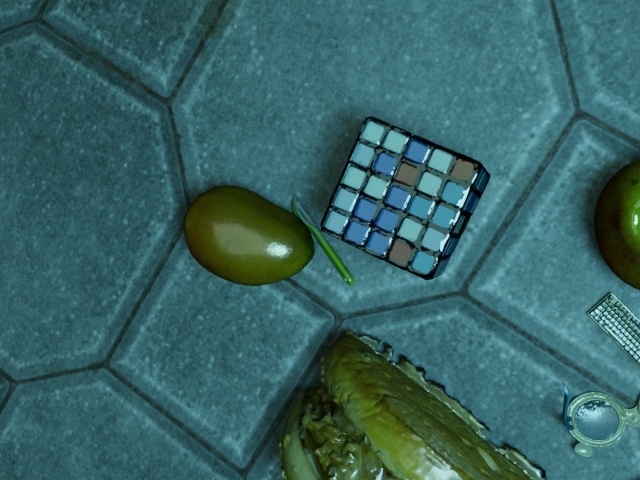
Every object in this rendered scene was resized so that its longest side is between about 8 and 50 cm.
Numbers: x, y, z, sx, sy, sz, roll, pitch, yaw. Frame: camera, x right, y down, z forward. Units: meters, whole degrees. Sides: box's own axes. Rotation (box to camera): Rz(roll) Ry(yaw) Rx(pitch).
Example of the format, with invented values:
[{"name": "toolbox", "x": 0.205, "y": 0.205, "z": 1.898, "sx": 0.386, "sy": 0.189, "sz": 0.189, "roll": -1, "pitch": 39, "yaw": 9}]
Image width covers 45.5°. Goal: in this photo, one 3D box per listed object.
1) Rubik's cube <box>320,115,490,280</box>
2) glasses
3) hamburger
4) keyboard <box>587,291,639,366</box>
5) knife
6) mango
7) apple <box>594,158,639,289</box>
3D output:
[{"name": "Rubik's cube", "x": 0.131, "y": -0.061, "z": 1.143, "sx": 0.184, "sy": 0.187, "sz": 0.182, "roll": 25, "pitch": 97, "yaw": 13}, {"name": "glasses", "x": 0.419, "y": 0.207, "z": 1.056, "sx": 0.189, "sy": 0.220, "sz": 0.088, "roll": -17, "pitch": 48, "yaw": 20}, {"name": "hamburger", "x": 0.108, "y": 0.356, "z": 1.101, "sx": 0.445, "sy": 0.287, "sz": 0.268, "roll": 40, "pitch": 103, "yaw": 16}, {"name": "keyboard", "x": 0.458, "y": 0.139, "z": 1.127, "sx": 0.049, "sy": 0.015, "sz": 0.129, "roll": -45, "pitch": 78, "yaw": 13}, {"name": "knife", "x": 0.000, "y": 0.000, "z": 1.268, "sx": 0.026, "sy": 0.022, "sz": 0.184, "roll": -34, "pitch": 78, "yaw": -11}, {"name": "mango", "x": -0.122, "y": -0.001, "z": 1.255, "sx": 0.221, "sy": 0.120, "sz": 0.151, "roll": 29, "pitch": 97, "yaw": 8}, {"name": "apple", "x": 0.473, "y": -0.022, "z": 1.041, "sx": 0.196, "sy": 0.196, "sz": 0.196, "roll": 0, "pitch": 90, "yaw": 17}]
